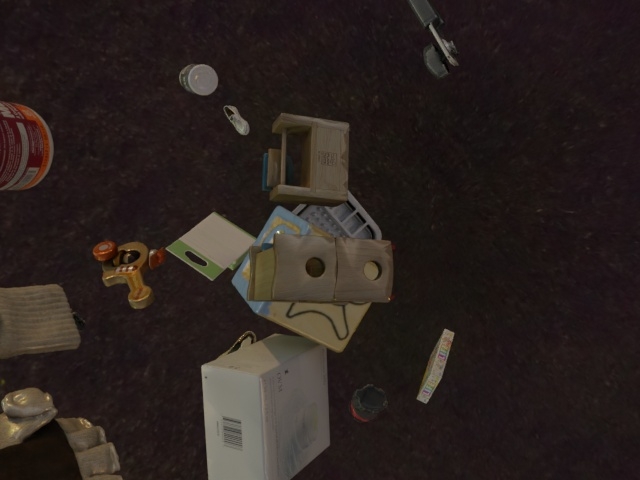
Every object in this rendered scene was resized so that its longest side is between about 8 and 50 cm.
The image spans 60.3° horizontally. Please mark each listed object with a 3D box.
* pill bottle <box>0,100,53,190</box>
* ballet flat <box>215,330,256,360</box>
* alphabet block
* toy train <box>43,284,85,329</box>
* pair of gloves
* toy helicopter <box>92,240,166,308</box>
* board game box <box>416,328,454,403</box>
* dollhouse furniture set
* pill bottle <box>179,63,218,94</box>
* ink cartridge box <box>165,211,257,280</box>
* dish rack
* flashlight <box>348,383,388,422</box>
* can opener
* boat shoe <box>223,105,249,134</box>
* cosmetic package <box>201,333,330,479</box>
[{"bbox_3d":[-0.445,-0.117,0.668,0.121,0.221,0.121,1,97,11],"label":"pill bottle"},{"bbox_3d":[-0.292,0.398,1.834,0.086,0.248,0.086,20,137,20],"label":"ballet flat"},{"bbox_3d":[-0.024,0.071,1.065,0.197,0.193,0.192,31,92,-27],"label":"alphabet block"},{"bbox_3d":[-0.548,0.145,1.170,0.027,0.158,0.036,-30,51,-11],"label":"toy train"},{"bbox_3d":[-0.270,0.116,0.433,0.042,0.204,0.240,-43,58,23],"label":"pair of gloves"},{"bbox_3d":[-0.630,0.113,1.905,0.235,0.355,0.140,-21,129,-18],"label":"toy helicopter"},{"bbox_3d":[0.277,0.299,1.319,0.026,0.154,0.103,24,129,10],"label":"board game box"},{"bbox_3d":[-0.002,-0.023,0.611,0.128,0.129,0.184,4,82,-19],"label":"dollhouse furniture set"},{"bbox_3d":[-0.329,-0.430,1.468,0.078,0.137,0.078,-9,110,-25],"label":"pill bottle"},{"bbox_3d":[-0.317,0.026,1.616,0.171,0.235,0.056,32,132,9],"label":"ink cartridge box"},{"bbox_3d":[0.000,0.000,1.747,0.333,0.072,0.285,-44,111,-6],"label":"dish rack"},{"bbox_3d":[0.147,0.496,1.670,0.103,0.304,0.103,-24,73,-12],"label":"flashlight"},{"bbox_3d":[0.259,-0.538,1.385,0.095,0.076,0.283,-35,71,29],"label":"can opener"},{"bbox_3d":[-0.219,-0.310,1.416,0.035,0.035,0.100,-43,65,27],"label":"boat shoe"},{"bbox_3d":[-0.094,0.318,1.046,0.138,0.224,0.224,1,98,30],"label":"cosmetic package"}]
